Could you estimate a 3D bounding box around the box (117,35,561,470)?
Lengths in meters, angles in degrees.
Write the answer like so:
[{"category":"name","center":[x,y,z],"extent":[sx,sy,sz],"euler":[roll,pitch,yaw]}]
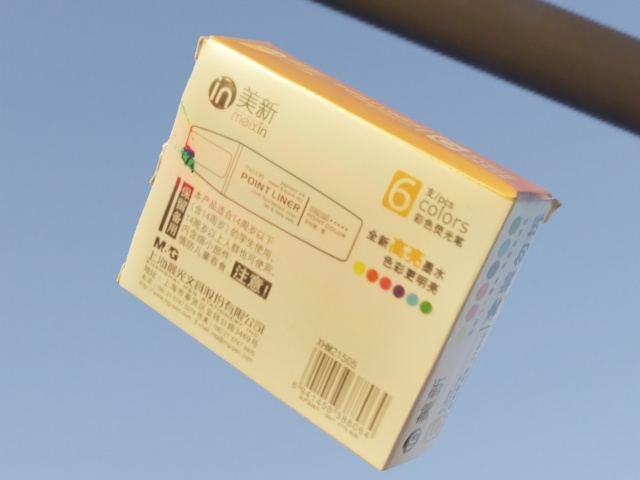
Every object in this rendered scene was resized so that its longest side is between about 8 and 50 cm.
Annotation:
[{"category":"box","center":[0.000,0.000,0.798],"extent":[0.273,0.091,0.221],"euler":[33,-70,24]}]
